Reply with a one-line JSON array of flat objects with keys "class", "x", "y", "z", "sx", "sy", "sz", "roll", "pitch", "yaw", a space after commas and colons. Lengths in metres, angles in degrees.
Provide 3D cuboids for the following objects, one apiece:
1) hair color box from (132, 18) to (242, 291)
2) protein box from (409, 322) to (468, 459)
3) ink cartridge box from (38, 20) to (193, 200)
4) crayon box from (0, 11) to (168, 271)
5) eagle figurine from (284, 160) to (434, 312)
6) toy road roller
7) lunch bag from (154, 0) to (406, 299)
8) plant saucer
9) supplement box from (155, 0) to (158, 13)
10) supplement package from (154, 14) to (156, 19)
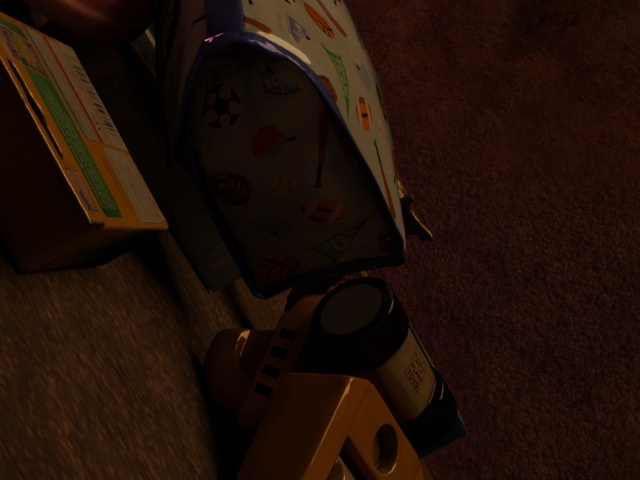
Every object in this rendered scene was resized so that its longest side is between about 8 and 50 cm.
[{"class": "hair color box", "x": -0.196, "y": -0.136, "z": 1.907, "sx": 0.374, "sy": 0.113, "sz": 0.185, "roll": 59, "pitch": 4, "yaw": -22}, {"class": "protein box", "x": 0.086, "y": 0.242, "z": 2.195, "sx": 0.200, "sy": 0.201, "sz": 0.136, "roll": 60, "pitch": 4, "yaw": -13}, {"class": "ink cartridge box", "x": -0.241, "y": -0.160, "z": 1.657, "sx": 0.154, "sy": 0.093, "sz": 0.212, "roll": 57, "pitch": 5, "yaw": -43}, {"class": "crayon box", "x": -0.237, "y": -0.081, "z": 1.208, "sx": 0.203, "sy": 0.083, "sz": 0.323, "roll": 61, "pitch": 3, "yaw": 2}, {"class": "eagle figurine", "x": 0.004, "y": 0.009, "z": 2.071, "sx": 0.225, "sy": 0.298, "sz": 0.226, "roll": 63, "pitch": 2, "yaw": -18}, {"class": "toy road roller", "x": -0.020, "y": 0.207, "z": 1.509, "sx": 0.202, "sy": 0.240, "sz": 0.329, "roll": 59, "pitch": 42, "yaw": -37}, {"class": "lunch bag", "x": -0.064, "y": -0.180, "z": 1.628, "sx": 0.385, "sy": 0.239, "sz": 0.328, "roll": 66, "pitch": 11, "yaw": -46}, {"class": "plant saucer", "x": -0.303, "y": -0.369, "z": 1.603, "sx": 0.332, "sy": 0.084, "sz": 0.332, "roll": 39, "pitch": 23, "yaw": -20}, {"class": "supplement box", "x": -0.220, "y": -0.394, "z": 1.821, "sx": 0.188, "sy": 0.104, "sz": 0.081, "roll": 61, "pitch": 7, "yaw": -16}, {"class": "supplement package", "x": -0.217, "y": -0.353, "z": 2.024, "sx": 0.194, "sy": 0.149, "sz": 0.203, "roll": 40, "pitch": -29, "yaw": 15}]
